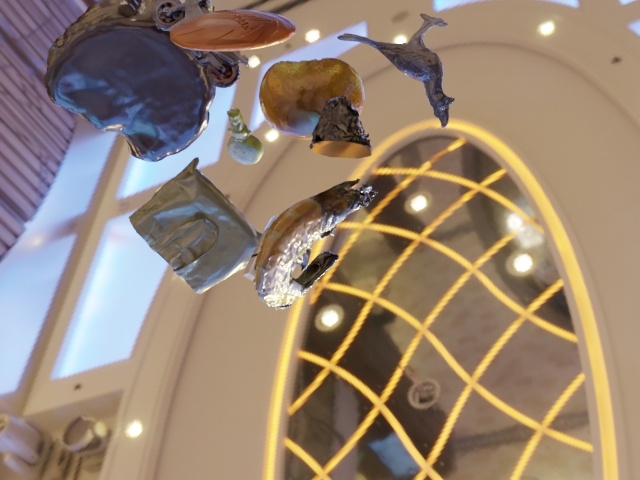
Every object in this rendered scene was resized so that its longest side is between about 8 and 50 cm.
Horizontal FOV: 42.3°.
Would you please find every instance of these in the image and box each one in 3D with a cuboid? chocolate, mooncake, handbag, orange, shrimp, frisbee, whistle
[{"bbox_3d":[0.050,-0.276,1.957,0.156,0.156,0.133,-2,-100,36],"label":"chocolate"},{"bbox_3d":[-0.417,-0.389,1.931,0.351,0.381,0.212,-24,-140,15],"label":"mooncake"},{"bbox_3d":[-0.313,-0.024,2.168,0.253,0.316,0.109,-39,-160,7],"label":"handbag"},{"bbox_3d":[-0.037,-0.441,2.604,0.335,0.262,0.196,5,-149,15],"label":"orange"},{"bbox_3d":[0.000,0.000,1.914,0.085,0.272,0.445,25,-138,27],"label":"shrimp"},{"bbox_3d":[-0.132,-0.325,1.246,0.192,0.035,0.192,-2,-151,1],"label":"frisbee"},{"bbox_3d":[-0.218,-0.291,2.292,0.104,0.198,0.057,9,-127,19],"label":"whistle"}]

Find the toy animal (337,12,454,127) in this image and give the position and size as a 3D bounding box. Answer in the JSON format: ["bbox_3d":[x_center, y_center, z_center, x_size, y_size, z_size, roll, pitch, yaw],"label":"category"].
[{"bbox_3d":[0.230,-0.472,2.049,0.205,0.367,0.081,-52,167,21],"label":"toy animal"}]

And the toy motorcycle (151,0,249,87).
[{"bbox_3d":[-0.220,-0.399,1.595,0.122,0.215,0.080,-43,-177,3],"label":"toy motorcycle"}]

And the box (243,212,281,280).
[{"bbox_3d":[-0.123,0.017,1.884,0.154,0.040,0.084,-65,-167,-12],"label":"box"}]
